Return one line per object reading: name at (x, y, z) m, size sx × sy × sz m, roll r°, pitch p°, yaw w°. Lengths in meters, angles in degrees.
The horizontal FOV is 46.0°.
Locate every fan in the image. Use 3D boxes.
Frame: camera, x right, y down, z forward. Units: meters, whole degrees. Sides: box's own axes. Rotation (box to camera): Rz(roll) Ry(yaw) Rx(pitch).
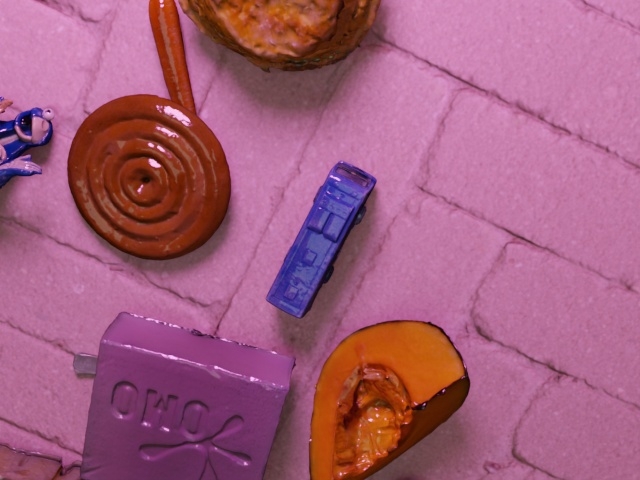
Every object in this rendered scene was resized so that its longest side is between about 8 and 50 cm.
fan at (-0.310, 0.212, 1.239) m, size 0.193 × 0.016 × 0.038 m, roll 7°, pitch 105°, yaw 3°

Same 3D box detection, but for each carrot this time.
carrot at (-0.209, -0.238, 1.103) m, size 0.043 × 0.043 × 0.247 m, roll -9°, pitch 105°, yaw 6°

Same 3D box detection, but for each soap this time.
soap at (-0.212, 0.282, 1.193) m, size 0.296 × 0.107 × 0.285 m, roll 14°, pitch 114°, yaw 1°

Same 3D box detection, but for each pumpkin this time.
pumpkin at (0.090, 0.247, 1.185) m, size 0.312 × 0.148 × 0.169 m, roll -41°, pitch 58°, yaw 8°

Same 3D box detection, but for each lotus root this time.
lotus root at (-0.506, 0.413, 1.250) m, size 0.235 × 0.119 × 0.138 m, roll 7°, pitch 105°, yaw 0°

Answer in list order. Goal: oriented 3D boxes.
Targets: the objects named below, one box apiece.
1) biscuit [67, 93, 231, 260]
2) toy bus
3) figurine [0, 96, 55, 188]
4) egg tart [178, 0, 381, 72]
biscuit at (-0.261, -0.088, 1.128) m, size 0.262 × 0.037 × 0.261 m, roll 4°, pitch 112°, yaw 9°
toy bus at (0.002, 0.002, 1.122) m, size 0.079 × 0.094 × 0.236 m, roll 26°, pitch 105°, yaw -3°
figurine at (-0.514, -0.127, 1.121) m, size 0.262 × 0.120 × 0.164 m, roll -12°, pitch 68°, yaw -1°
egg tart at (-0.054, -0.333, 0.981) m, size 0.294 × 0.123 × 0.294 m, roll 1°, pitch 131°, yaw 1°
